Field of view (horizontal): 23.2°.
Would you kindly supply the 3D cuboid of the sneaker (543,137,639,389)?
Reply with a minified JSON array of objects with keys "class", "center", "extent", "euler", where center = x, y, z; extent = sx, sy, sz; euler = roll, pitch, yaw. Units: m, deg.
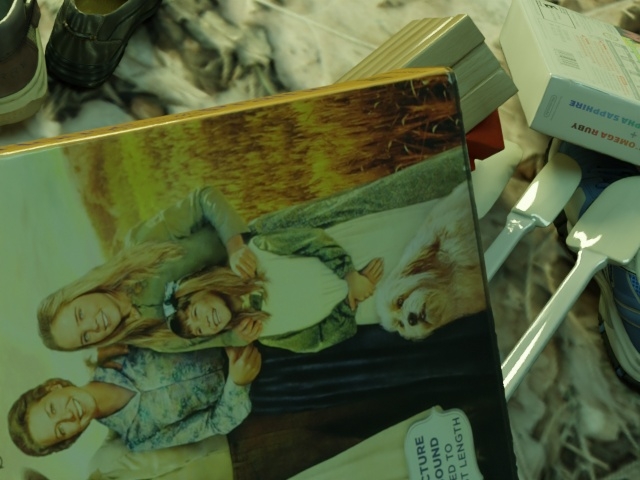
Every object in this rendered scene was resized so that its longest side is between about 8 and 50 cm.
[{"class":"sneaker","center":[0.218,-0.003,1.061],"extent":[0.080,0.081,0.211],"euler":[-6,58,-24]}]

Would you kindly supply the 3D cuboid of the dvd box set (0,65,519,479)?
[{"class":"dvd box set","center":[-0.095,0.094,0.775],"extent":[0.420,0.062,0.307],"euler":[-13,98,-29]}]

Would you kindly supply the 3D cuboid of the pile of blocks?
[{"class":"pile of blocks","center":[0.000,0.000,0.970],"extent":[0.362,0.149,0.112],"euler":[-46,107,-31]}]

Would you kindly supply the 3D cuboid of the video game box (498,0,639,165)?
[{"class":"video game box","center":[0.228,-0.103,1.110],"extent":[0.187,0.048,0.205],"euler":[16,23,-6]}]

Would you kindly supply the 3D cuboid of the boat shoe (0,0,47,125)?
[{"class":"boat shoe","center":[-0.235,-0.206,1.033],"extent":[0.103,0.092,0.285],"euler":[-4,55,-19]}]

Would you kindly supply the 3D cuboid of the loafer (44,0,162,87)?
[{"class":"loafer","center":[-0.138,-0.181,1.072],"extent":[0.062,0.061,0.170],"euler":[19,50,-6]}]

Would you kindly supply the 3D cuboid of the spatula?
[{"class":"spatula","center":[0.105,0.018,1.005],"extent":[0.168,0.019,0.242],"euler":[21,53,29]}]
